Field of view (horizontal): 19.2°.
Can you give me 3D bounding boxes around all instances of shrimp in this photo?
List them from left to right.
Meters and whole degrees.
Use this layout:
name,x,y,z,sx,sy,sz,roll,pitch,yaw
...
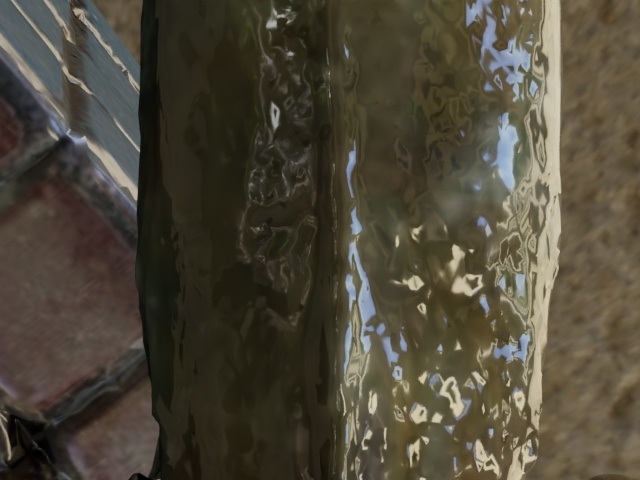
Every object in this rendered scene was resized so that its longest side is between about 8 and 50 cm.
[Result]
name,x,y,z,sx,sy,sz,roll,pitch,yaw
shrimp,0.000,0.000,0.466,0.110,0.221,0.445,4,74,-3

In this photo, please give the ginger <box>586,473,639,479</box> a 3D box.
name,x,y,z,sx,sy,sz,roll,pitch,yaw
ginger,0.214,0.175,1.089,0.104,0.204,0.080,50,60,-28

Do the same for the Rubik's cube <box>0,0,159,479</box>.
name,x,y,z,sx,sy,sz,roll,pitch,yaw
Rubik's cube,-0.236,0.009,0.802,0.344,0.337,0.344,-35,111,4
